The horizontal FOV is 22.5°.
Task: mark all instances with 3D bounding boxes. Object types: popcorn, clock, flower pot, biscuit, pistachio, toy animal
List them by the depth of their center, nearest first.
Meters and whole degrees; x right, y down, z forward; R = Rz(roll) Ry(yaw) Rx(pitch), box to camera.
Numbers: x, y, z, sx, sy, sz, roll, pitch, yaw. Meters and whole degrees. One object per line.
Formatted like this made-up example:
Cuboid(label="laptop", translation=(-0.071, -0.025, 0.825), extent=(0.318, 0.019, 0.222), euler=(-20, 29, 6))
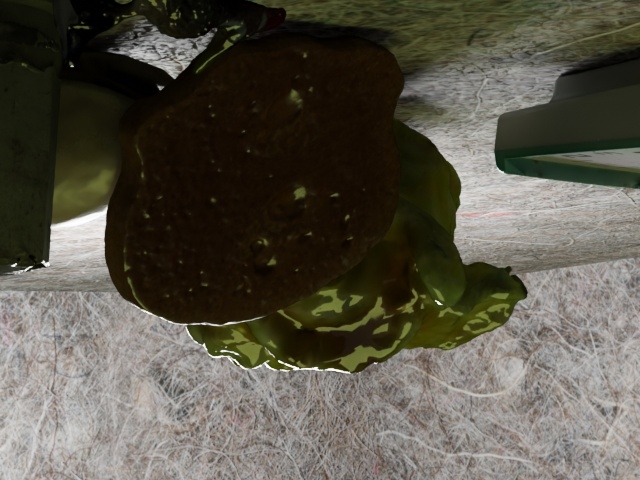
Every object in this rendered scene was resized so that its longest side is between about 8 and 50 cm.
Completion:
Cuboid(label="toy animal", translation=(-0.101, -0.161, 1.084), extent=(0.202, 0.070, 0.105), euler=(8, 148, -44))
Cuboid(label="flower pot", translation=(-0.274, -0.072, 1.208), extent=(0.212, 0.202, 0.212), euler=(-6, 176, 0))
Cuboid(label="biscuit", translation=(-0.054, -0.050, 1.341), extent=(0.273, 0.257, 0.049), euler=(-16, -146, -29))
Cuboid(label="pistachio", translation=(-0.222, -0.086, 1.364), extent=(0.238, 0.137, 0.153), euler=(-15, 136, 25))
Cuboid(label="clock", translation=(0.337, -0.115, 1.571), extent=(0.231, 0.116, 0.262), euler=(-3, 175, 45))
Cuboid(label="popcorn", translation=(0.009, -0.003, 1.587), extent=(0.335, 0.279, 0.274), euler=(-19, 165, 1))
